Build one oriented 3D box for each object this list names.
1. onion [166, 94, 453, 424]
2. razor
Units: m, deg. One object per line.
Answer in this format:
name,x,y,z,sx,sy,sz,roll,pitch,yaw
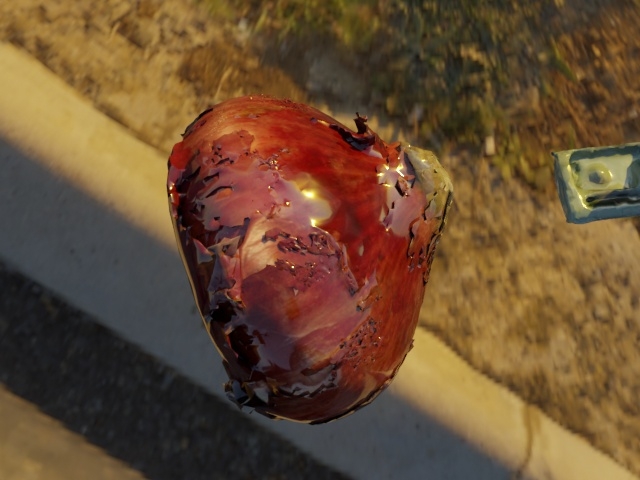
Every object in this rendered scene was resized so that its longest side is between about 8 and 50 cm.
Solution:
onion,0.000,0.000,0.853,0.147,0.184,0.184,-27,107,20
razor,0.113,-0.026,0.361,0.084,0.211,0.036,-8,89,-3
